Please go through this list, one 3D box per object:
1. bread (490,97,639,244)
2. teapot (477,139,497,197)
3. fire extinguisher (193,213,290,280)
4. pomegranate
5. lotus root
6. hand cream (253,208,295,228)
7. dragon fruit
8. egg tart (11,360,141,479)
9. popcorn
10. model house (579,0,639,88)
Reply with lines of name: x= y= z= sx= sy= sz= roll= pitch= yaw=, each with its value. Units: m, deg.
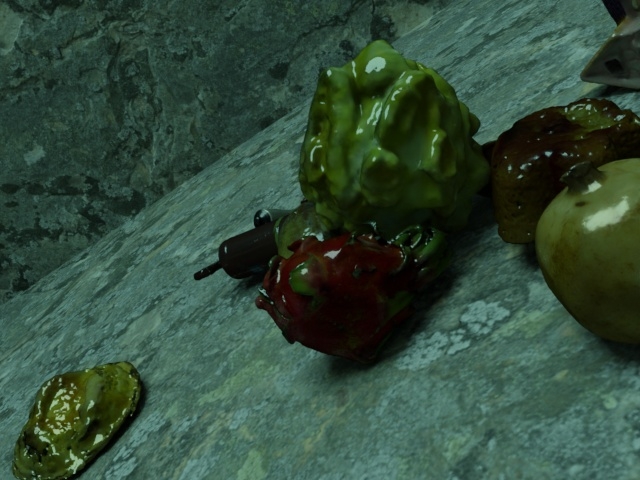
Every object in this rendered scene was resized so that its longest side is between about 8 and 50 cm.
bread: x=0.345 y=-0.100 z=0.933 sx=0.232 sy=0.135 sz=0.246 roll=-11 pitch=26 yaw=22
teapot: x=0.300 y=-0.119 z=1.146 sx=0.098 sy=0.078 sz=0.129 roll=34 pitch=64 yaw=23
fire extinguisher: x=-0.114 y=0.018 z=1.425 sx=0.341 sy=0.105 sz=0.141 roll=-21 pitch=-1 yaw=27
pomegranate: x=0.301 y=-0.001 z=0.684 sx=0.196 sy=0.196 sz=0.196 roll=-31 pitch=20 yaw=13
lotus root: x=-0.001 y=0.002 z=1.212 sx=0.154 sy=0.154 sz=0.278 roll=-30 pitch=35 yaw=16
hand cream: x=-0.082 y=-0.048 z=1.541 sx=0.087 sy=0.054 sz=0.186 roll=-20 pitch=-8 yaw=37
dragon fruit: x=0.046 y=0.052 z=0.984 sx=0.200 sy=0.198 sz=0.269 roll=35 pitch=68 yaw=23
egg tart: x=-0.480 y=0.332 z=1.309 sx=0.297 sy=0.132 sz=0.297 roll=-27 pitch=27 yaw=15
popcorn: x=0.111 y=-0.145 z=1.062 sx=0.312 sy=0.312 sz=0.312 roll=-31 pitch=20 yaw=13
model house: x=0.538 y=-0.383 z=1.130 sx=0.202 sy=0.237 sz=0.237 roll=-50 pitch=19 yaw=-18
